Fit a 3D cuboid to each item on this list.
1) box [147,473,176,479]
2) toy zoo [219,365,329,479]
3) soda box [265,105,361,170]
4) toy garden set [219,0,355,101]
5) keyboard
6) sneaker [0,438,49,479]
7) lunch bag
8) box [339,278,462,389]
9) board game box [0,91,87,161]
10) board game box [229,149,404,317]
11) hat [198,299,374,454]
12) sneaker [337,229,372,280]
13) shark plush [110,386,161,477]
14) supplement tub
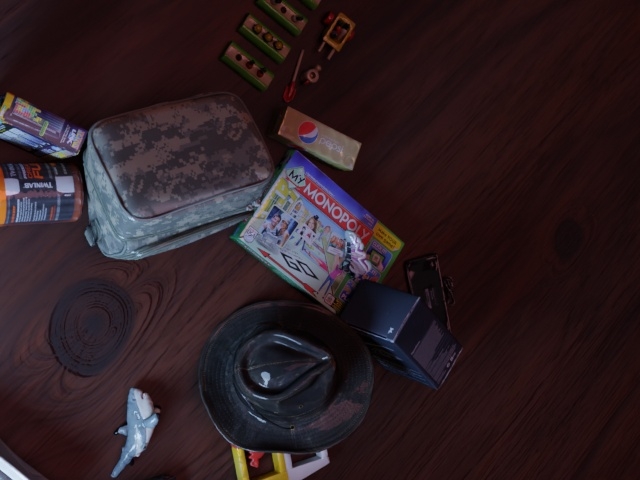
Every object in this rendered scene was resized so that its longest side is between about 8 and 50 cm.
[{"bbox_3d":[-0.328,0.497,1.797,0.207,0.036,0.114,-8,95,-60],"label":"box"},{"bbox_3d":[-0.086,0.366,1.990,0.192,0.030,0.293,-13,97,-28],"label":"toy zoo"},{"bbox_3d":[-0.012,-0.198,2.003,0.181,0.058,0.061,24,80,-27],"label":"soda box"},{"bbox_3d":[-0.050,-0.393,1.981,0.204,0.049,0.244,36,74,-25],"label":"toy garden set"},{"bbox_3d":[0.240,0.119,2.173,0.108,0.023,0.180,-14,99,-22],"label":"keyboard"},{"bbox_3d":[-0.567,0.401,1.675,0.296,0.104,0.147,44,86,-7],"label":"sneaker"},{"bbox_3d":[-0.252,-0.096,1.767,0.305,0.256,0.212,-21,75,-26],"label":"lunch bag"},{"bbox_3d":[0.161,0.186,2.024,0.108,0.153,0.207,-57,135,-16],"label":"box"},{"bbox_3d":[-0.479,-0.184,1.678,0.141,0.170,0.048,25,78,-28],"label":"board game box"},{"bbox_3d":[0.000,0.000,2.022,0.317,0.046,0.213,39,74,-24],"label":"board game box"},{"bbox_3d":[-0.059,0.232,1.863,0.331,0.134,0.331,2,66,-4],"label":"hat"},{"bbox_3d":[0.057,0.034,2.005,0.069,0.038,0.098,-35,107,-25],"label":"sneaker"},{"bbox_3d":[-0.343,0.351,1.852,0.067,0.073,0.161,22,101,-8],"label":"shark plush"},{"bbox_3d":[-0.504,-0.077,1.703,0.198,0.106,0.106,-5,94,-29],"label":"supplement tub"}]
